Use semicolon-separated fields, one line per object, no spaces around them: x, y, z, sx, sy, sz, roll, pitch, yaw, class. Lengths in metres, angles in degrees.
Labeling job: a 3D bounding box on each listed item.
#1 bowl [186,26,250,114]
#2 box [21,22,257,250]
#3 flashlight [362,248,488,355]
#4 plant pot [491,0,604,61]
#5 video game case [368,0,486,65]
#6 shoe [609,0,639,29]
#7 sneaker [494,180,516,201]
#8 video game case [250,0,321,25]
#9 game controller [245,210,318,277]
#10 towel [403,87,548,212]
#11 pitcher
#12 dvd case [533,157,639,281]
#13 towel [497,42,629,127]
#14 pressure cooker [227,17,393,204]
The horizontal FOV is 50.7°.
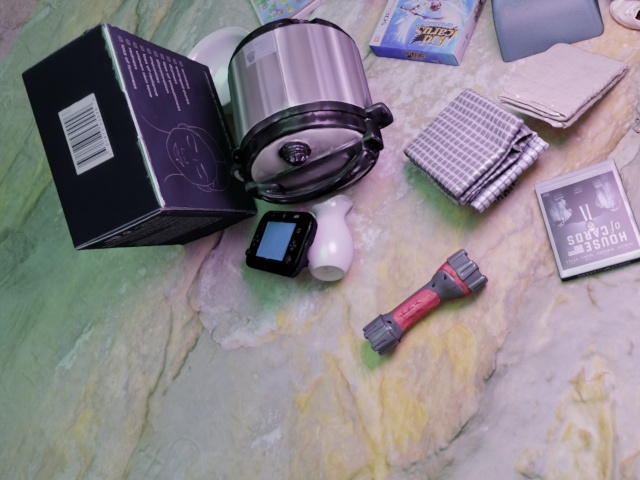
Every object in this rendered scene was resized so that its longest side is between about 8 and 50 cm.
-0.288;-0.500;2.099;0.297;0.134;0.298;-11;65;25;bowl
-0.457;-0.247;1.797;0.297;0.471;0.480;-22;83;22;box
0.235;0.147;1.545;0.304;0.103;0.103;-39;51;8;flashlight
0.518;-0.628;1.622;0.247;0.252;0.247;-12;65;26;plant pot
0.298;-0.614;1.858;0.269;0.061;0.244;17;80;34;video game case
0.763;-0.517;1.551;0.076;0.058;0.219;-50;55;2;shoe
0.429;-0.160;1.601;0.162;0.063;0.073;-48;38;-3;sneaker
-0.129;-0.806;2.205;0.204;0.025;0.285;-32;58;14;video game case
-0.106;0.004;1.741;0.319;0.067;0.167;7;83;62;game controller
0.348;-0.218;1.583;0.235;0.121;0.284;-44;36;5;towel
0.000;0.000;1.732;0.177;0.125;0.207;-14;54;23;pitcher
0.584;-0.045;1.472;0.179;0.029;0.239;-19;61;23;dvd case
0.554;-0.359;1.548;0.282;0.049;0.187;-38;51;-26;towel
-0.045;-0.297;1.718;0.370;0.375;0.421;127;137;-55;pressure cooker
